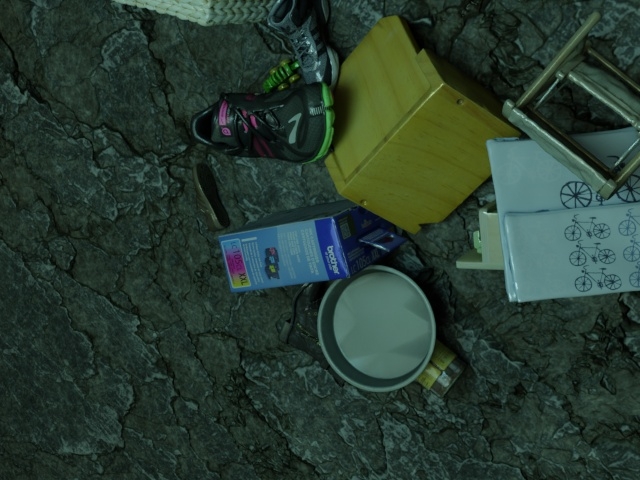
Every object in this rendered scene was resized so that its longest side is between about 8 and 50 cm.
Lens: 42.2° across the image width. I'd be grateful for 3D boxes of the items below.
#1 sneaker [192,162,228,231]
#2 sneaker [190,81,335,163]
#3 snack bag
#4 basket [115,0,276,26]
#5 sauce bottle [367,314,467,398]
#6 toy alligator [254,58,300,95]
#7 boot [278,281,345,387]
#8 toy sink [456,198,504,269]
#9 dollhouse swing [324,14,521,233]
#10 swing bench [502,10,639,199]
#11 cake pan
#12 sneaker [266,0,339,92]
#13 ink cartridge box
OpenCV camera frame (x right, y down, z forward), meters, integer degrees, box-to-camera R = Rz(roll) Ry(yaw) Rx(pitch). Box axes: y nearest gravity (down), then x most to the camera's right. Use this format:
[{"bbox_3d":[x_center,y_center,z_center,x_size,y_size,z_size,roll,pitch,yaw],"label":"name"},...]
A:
[{"bbox_3d":[-0.314,-0.111,2.226,0.071,0.066,0.188,-19,92,35],"label":"sneaker"},{"bbox_3d":[-0.141,-0.262,1.923,0.483,0.202,0.185,-4,91,52],"label":"sneaker"},{"bbox_3d":[0.503,-0.059,1.604,0.323,0.037,0.342,-5,75,1],"label":"snack bag"},{"bbox_3d":[-0.265,-0.656,1.891,0.328,0.331,0.266,22,116,26],"label":"basket"},{"bbox_3d":[0.189,0.230,1.986,0.344,0.111,0.111,40,120,17],"label":"sauce bottle"},{"bbox_3d":[-0.112,-0.391,2.033,0.190,0.051,0.056,-31,86,34],"label":"toy alligator"},{"bbox_3d":[0.027,0.223,2.109,0.229,0.091,0.263,31,121,15],"label":"boot"},{"bbox_3d":[0.414,-0.019,1.754,0.234,0.153,0.131,1,103,32],"label":"toy sink"},{"bbox_3d":[0.203,-0.271,1.870,0.315,0.305,0.347,27,125,-24],"label":"dollhouse swing"},{"bbox_3d":[0.520,-0.240,1.561,0.253,0.165,0.254,44,91,15],"label":"swing bench"},{"bbox_3d":[0.134,0.201,1.919,0.293,0.054,0.293,1,92,26],"label":"cake pan"},{"bbox_3d":[-0.046,-0.456,1.894,0.101,0.153,0.268,-9,87,38],"label":"sneaker"},{"bbox_3d":[0.000,0.000,1.941,0.395,0.270,0.151,-11,99,34],"label":"ink cartridge box"}]
